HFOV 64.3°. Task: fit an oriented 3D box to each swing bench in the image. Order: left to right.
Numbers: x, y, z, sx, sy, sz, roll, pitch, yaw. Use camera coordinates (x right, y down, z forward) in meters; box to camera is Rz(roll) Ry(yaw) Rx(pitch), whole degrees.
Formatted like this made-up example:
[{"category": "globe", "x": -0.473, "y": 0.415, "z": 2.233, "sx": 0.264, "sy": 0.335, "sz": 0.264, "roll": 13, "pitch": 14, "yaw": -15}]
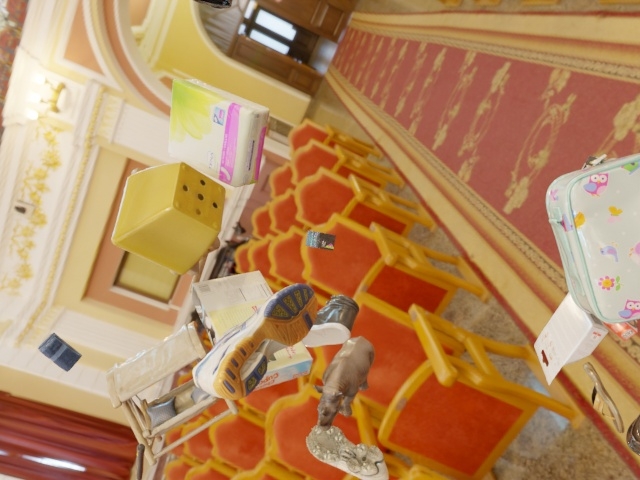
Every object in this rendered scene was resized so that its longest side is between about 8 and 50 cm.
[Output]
[{"category": "swing bench", "x": -0.387, "y": 0.387, "z": 1.336, "sx": 0.253, "sy": 0.255, "sz": 0.165, "roll": -30, "pitch": 8, "yaw": -10}]

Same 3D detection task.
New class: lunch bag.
[{"category": "lunch bag", "x": 0.518, "y": -0.010, "z": 0.871, "sx": 0.108, "sy": 0.224, "sz": 0.279, "roll": -49, "pitch": -58, "yaw": -80}]

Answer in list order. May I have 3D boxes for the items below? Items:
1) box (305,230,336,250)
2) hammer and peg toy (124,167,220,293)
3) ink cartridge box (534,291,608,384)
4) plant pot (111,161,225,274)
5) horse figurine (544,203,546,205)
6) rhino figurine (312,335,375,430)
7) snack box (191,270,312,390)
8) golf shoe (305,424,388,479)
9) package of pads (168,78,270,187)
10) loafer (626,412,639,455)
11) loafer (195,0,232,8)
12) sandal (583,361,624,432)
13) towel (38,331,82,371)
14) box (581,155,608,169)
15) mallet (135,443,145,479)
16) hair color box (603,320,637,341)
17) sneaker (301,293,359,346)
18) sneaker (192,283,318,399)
[{"category": "box", "x": 0.000, "y": 0.000, "z": 1.617, "sx": 0.083, "sy": 0.062, "sz": 0.052, "roll": 9, "pitch": 90, "yaw": 61}, {"category": "hammer and peg toy", "x": -0.410, "y": -0.024, "z": 1.488, "sx": 0.127, "sy": 0.361, "sz": 0.266, "roll": -28, "pitch": 47, "yaw": 21}, {"category": "ink cartridge box", "x": 0.557, "y": 0.221, "z": 1.144, "sx": 0.145, "sy": 0.045, "sz": 0.179, "roll": -75, "pitch": 2, "yaw": -62}, {"category": "plant pot", "x": -0.354, "y": -0.071, "z": 1.270, "sx": 0.187, "sy": 0.212, "sz": 0.212, "roll": -25, "pitch": 50, "yaw": 33}, {"category": "horse figurine", "x": 0.612, "y": -0.059, "z": 1.101, "sx": 0.174, "sy": 0.263, "sz": 0.066, "roll": -39, "pitch": 50, "yaw": 19}, {"category": "rhino figurine", "x": 0.039, "y": 0.254, "z": 0.915, "sx": 0.243, "sy": 0.073, "sz": 0.106, "roll": -35, "pitch": -43, "yaw": -62}, {"category": "snack box", "x": -0.174, "y": 0.210, "z": 1.235, "sx": 0.322, "sy": 0.187, "sz": 0.060, "roll": 53, "pitch": 141, "yaw": 41}, {"category": "golf shoe", "x": 0.048, "y": 0.401, "z": 0.936, "sx": 0.176, "sy": 0.086, "sz": 0.069, "roll": 10, "pitch": 49, "yaw": 45}, {"category": "package of pads", "x": -0.290, "y": -0.296, "z": 1.419, "sx": 0.101, "sy": 0.296, "sz": 0.229, "roll": -27, "pitch": -42, "yaw": -51}, {"category": "loafer", "x": 0.770, "y": 0.403, "z": 1.165, "sx": 0.220, "sy": 0.080, "sz": 0.078, "roll": -36, "pitch": -47, "yaw": -32}, {"category": "loafer", "x": -0.331, "y": -0.664, "z": 1.317, "sx": 0.076, "sy": 0.223, "sz": 0.078, "roll": -56, "pitch": 39, "yaw": 33}, {"category": "sandal", "x": 0.686, "y": 0.387, "z": 1.252, "sx": 0.049, "sy": 0.180, "sz": 0.072, "roll": -29, "pitch": -4, "yaw": 18}, {"category": "towel", "x": -0.799, "y": 0.344, "z": 1.563, "sx": 0.029, "sy": 0.119, "sz": 0.067, "roll": -9, "pitch": 38, "yaw": 43}, {"category": "box", "x": 0.783, "y": -0.125, "z": 1.333, "sx": 0.175, "sy": 0.220, "sz": 0.051, "roll": -53, "pitch": -35, "yaw": -24}, {"category": "mallet", "x": -0.350, "y": 0.471, "z": 0.986, "sx": 0.062, "sy": 0.039, "sz": 0.190, "roll": -118, "pitch": 35, "yaw": -45}, {"category": "hair color box", "x": 0.737, "y": 0.183, "z": 1.305, "sx": 0.043, "sy": 0.141, "sz": 0.072, "roll": -54, "pitch": -13, "yaw": 33}, {"category": "sneaker", "x": 0.007, "y": 0.249, "z": 1.613, "sx": 0.295, "sy": 0.104, "sz": 0.147, "roll": -12, "pitch": 32, "yaw": 44}, {"category": "sneaker", "x": -0.126, "y": 0.178, "z": 0.985, "sx": 0.131, "sy": 0.112, "sz": 0.296, "roll": -9, "pitch": 21, "yaw": 44}]
